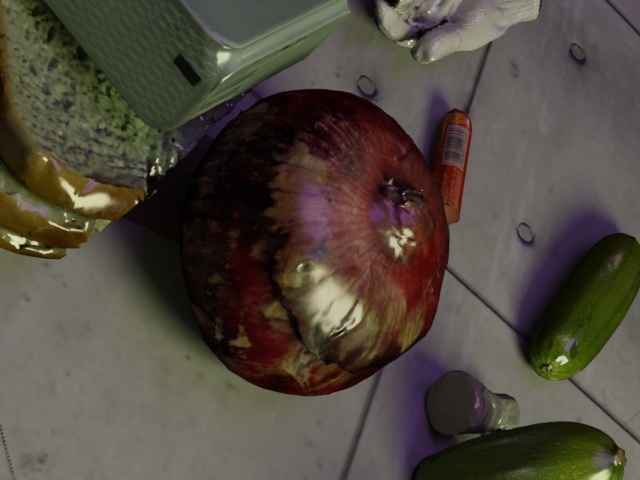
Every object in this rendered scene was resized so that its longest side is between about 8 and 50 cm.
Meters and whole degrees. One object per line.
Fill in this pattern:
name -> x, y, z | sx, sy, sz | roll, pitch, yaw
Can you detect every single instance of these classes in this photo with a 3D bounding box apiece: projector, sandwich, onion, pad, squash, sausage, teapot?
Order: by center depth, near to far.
projector -> -0.119, -0.219, 1.293 | 0.250, 0.108, 0.198 | 51, 36, 1
sandwich -> -0.152, -0.094, 1.319 | 0.288, 0.099, 0.254 | 14, 49, -39
onion -> 0.000, 0.000, 1.353 | 0.246, 0.190, 0.246 | 15, 71, -55
pad -> -0.131, -0.058, 1.403 | 0.187, 0.006, 0.113 | 27, 51, -33
squash -> 0.165, 0.192, 1.428 | 0.095, 0.188, 0.095 | 20, 58, -34
teapot -> 0.139, 0.150, 1.522 | 0.083, 0.057, 0.067 | 19, 30, -46
sausage -> 0.121, -0.074, 1.642 | 0.034, 0.034, 0.129 | 33, 48, -28
squash -> 0.265, 0.053, 1.691 | 0.066, 0.066, 0.252 | 52, 42, -10

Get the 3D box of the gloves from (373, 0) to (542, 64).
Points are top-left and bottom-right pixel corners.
gloves -> 0.124, -0.228, 1.681 | 0.229, 0.097, 0.119 | -11, 72, -52
